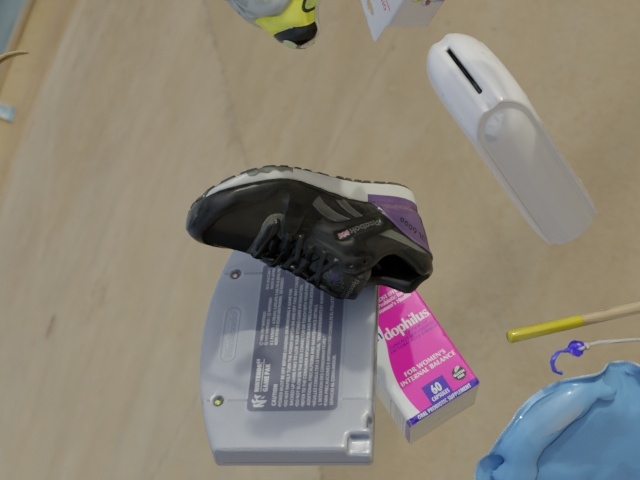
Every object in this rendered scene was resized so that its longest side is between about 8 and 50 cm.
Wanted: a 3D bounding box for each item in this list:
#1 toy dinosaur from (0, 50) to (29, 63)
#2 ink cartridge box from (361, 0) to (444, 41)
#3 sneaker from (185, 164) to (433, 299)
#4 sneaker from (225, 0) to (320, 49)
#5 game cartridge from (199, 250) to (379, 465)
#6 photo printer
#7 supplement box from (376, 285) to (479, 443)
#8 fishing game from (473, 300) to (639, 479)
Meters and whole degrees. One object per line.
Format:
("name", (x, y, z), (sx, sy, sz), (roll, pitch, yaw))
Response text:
("toy dinosaur", (-0.336, -0.123, 1.060), (0.092, 0.053, 0.183), (81, -155, -66))
("ink cartridge box", (0.114, -0.337, 1.427), (0.181, 0.062, 0.104), (128, 133, -55))
("sneaker", (0.000, 0.000, 1.234), (0.107, 0.283, 0.124), (-58, 41, 45))
("sneaker", (0.052, -0.340, 1.178), (0.385, 0.147, 0.145), (-41, 5, -13))
("game cartridge", (-0.034, 0.118, 1.287), (0.060, 0.196, 0.294), (86, -173, -50))
("photo printer", (0.279, -0.165, 1.749), (0.107, 0.307, 0.256), (-35, 36, 9))
("supplement box", (0.106, 0.145, 1.558), (0.220, 0.111, 0.114), (55, 171, 20))
("fishing game", (0.172, 0.155, 0.704), (0.041, 0.189, 0.264), (-127, 23, -67))
